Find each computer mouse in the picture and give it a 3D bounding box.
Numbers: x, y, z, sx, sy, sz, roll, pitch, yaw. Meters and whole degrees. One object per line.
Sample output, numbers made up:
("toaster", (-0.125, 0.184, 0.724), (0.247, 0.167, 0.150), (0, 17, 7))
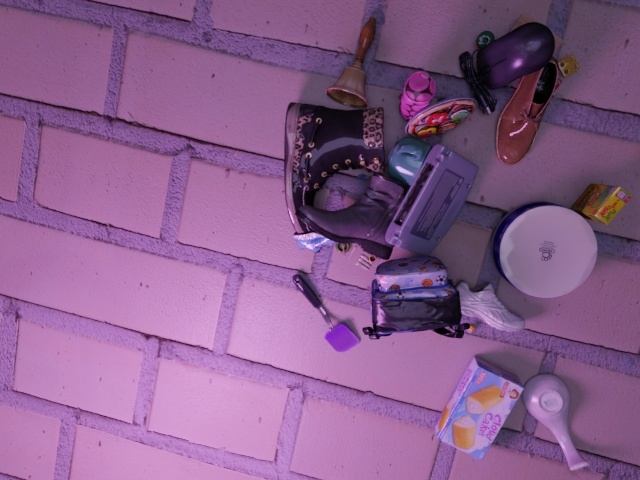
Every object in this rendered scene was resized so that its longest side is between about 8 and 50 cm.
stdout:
("computer mouse", (0.470, -0.452, 1.314), (0.072, 0.272, 0.189), (-27, 92, -30))

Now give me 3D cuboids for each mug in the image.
("mug", (0.246, -0.235, 1.426), (0.097, 0.129, 0.158), (25, 141, 12))

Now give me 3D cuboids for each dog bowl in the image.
("dog bowl", (0.627, 0.025, 1.438), (0.264, 0.104, 0.265), (1, 99, 8))

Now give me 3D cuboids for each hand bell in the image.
("hand bell", (0.109, -0.514, 1.440), (0.126, 0.126, 0.242), (17, 88, 5))

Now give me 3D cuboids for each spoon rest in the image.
("spoon rest", (0.707, 0.537, 1.529), (0.137, 0.084, 0.277), (-23, 82, 9))

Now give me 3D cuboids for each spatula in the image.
("spatula", (0.005, 0.226, 1.588), (0.084, 0.030, 0.297), (-36, 93, 13))

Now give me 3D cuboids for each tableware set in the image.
("tableware set", (0.111, 0.015, 1.545), (0.154, 0.024, 0.104), (35, 101, 2))

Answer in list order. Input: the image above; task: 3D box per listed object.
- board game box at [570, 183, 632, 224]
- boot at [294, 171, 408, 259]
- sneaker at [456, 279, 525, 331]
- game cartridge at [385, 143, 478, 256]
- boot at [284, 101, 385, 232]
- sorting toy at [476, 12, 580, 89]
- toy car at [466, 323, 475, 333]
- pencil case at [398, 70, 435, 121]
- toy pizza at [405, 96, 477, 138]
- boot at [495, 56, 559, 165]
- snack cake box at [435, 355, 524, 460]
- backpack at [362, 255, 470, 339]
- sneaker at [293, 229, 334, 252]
("board game box", (0.745, -0.100, 1.363), (0.043, 0.181, 0.092), (36, 101, 1))
("boot", (0.108, -0.098, 1.423), (0.338, 0.118, 0.223), (19, 105, -31))
("sneaker", (0.497, 0.187, 1.490), (0.232, 0.090, 0.115), (21, 97, 3))
("game cartridge", (0.317, -0.103, 1.425), (0.062, 0.198, 0.297), (38, 106, 41))
("boot", (0.044, -0.210, 1.469), (0.283, 0.138, 0.378), (0, 93, 8))
("sorting toy", (0.568, -0.517, 1.390), (0.274, 0.046, 0.132), (35, 101, -1))
("toy car", (0.399, 0.265, 1.531), (0.121, 0.060, 0.041), (24, 133, 10))
("pencil case", (0.259, -0.388, 1.370), (0.095, 0.209, 0.098), (33, 93, 2))
("toy pizza", (0.328, -0.323, 1.377), (0.201, 0.201, 0.032), (-19, 77, 10))
("boot", (0.552, -0.339, 1.366), (0.112, 0.115, 0.306), (15, 118, 6))
("snack cake box", (0.476, 0.505, 1.539), (0.152, 0.089, 0.265), (25, 101, 4))
("backpack", (0.252, 0.154, 1.429), (0.276, 0.263, 0.213), (-1, 93, 3))
("sneaker", (0.000, 0.000, 1.542), (0.162, 0.063, 0.073), (-1, 117, 24))
